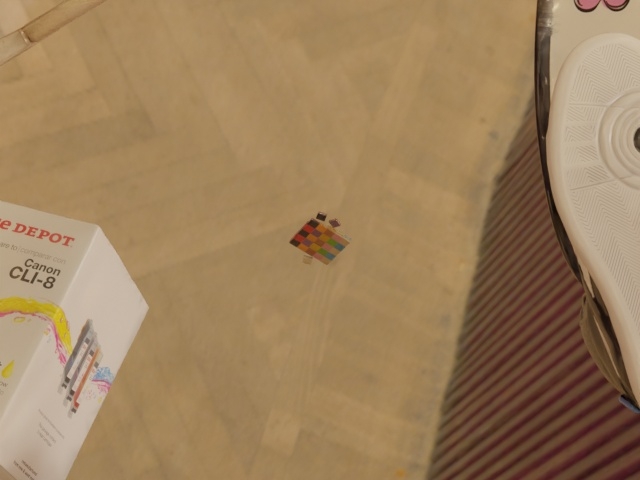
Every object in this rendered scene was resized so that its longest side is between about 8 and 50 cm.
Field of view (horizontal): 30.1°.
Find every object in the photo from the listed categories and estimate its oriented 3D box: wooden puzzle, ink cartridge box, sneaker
[{"bbox_3d":[0.000,0.000,1.254,0.049,0.083,0.006,30,47,-15],"label":"wooden puzzle"},{"bbox_3d":[-0.227,0.076,0.847,0.128,0.127,0.176,14,62,17],"label":"ink cartridge box"},{"bbox_3d":[0.165,0.001,0.661,0.079,0.121,0.217,-13,87,-1],"label":"sneaker"}]

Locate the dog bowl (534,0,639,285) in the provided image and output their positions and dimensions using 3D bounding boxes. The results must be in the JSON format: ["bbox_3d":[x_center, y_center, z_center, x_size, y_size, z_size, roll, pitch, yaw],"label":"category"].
[{"bbox_3d":[0.333,-0.151,1.108,0.150,0.408,0.408,0,54,29],"label":"dog bowl"}]

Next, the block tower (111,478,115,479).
[{"bbox_3d":[-0.093,0.318,0.797,0.097,0.091,0.336,-32,111,-21],"label":"block tower"}]

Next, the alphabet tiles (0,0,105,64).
[{"bbox_3d":[-0.186,-0.074,0.586,0.285,0.342,0.011,-28,105,9],"label":"alphabet tiles"}]
